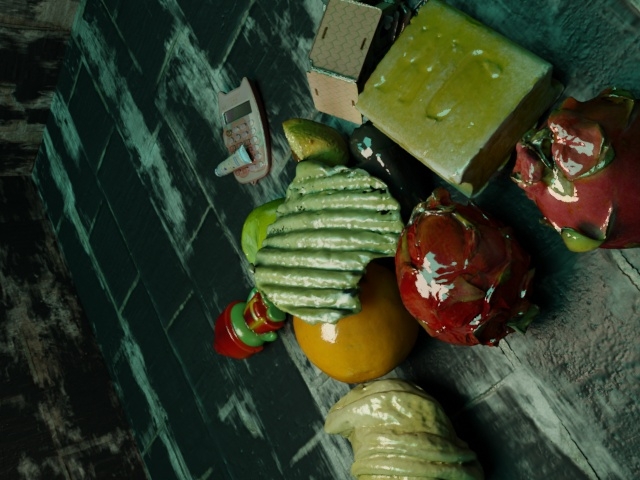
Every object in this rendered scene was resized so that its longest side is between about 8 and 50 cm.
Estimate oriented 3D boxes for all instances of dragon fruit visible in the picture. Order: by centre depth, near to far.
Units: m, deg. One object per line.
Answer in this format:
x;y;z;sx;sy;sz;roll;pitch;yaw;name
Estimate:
0.483;-0.116;1.085;0.305;0.225;0.305;5;97;46;dragon fruit
0.293;0.069;1.286;0.342;0.277;0.277;43;128;11;dragon fruit

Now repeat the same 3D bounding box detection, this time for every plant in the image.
0.167;-0.174;1.478;0.142;0.164;0.256;-38;80;48;plant

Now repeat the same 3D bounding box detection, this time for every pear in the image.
-0.136;-0.007;1.783;0.282;0.176;0.286;-125;33;-46;pear

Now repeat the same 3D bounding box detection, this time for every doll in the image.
-0.255;0.290;2.011;0.363;0.160;0.183;-42;67;43;doll

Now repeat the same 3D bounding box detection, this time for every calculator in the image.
-0.240;-0.339;1.989;0.220;0.048;0.330;-9;91;47;calculator

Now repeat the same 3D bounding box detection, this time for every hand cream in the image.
-0.283;-0.249;1.996;0.170;0.043;0.065;-22;100;45;hand cream

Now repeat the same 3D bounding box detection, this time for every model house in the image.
0.089;-0.421;1.395;0.169;0.244;0.326;25;130;18;model house

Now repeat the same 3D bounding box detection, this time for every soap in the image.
0.276;-0.298;1.289;0.293;0.156;0.335;-50;58;10;soap

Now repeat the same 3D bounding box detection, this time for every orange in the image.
0.087;0.195;1.519;0.312;0.312;0.312;9;103;47;orange

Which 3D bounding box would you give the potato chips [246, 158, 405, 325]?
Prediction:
-0.006;-0.004;1.454;0.389;0.097;0.373;27;84;40;potato chips

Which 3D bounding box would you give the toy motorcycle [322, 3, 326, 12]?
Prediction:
0.065;-0.661;1.577;0.228;0.074;0.151;-8;95;57;toy motorcycle

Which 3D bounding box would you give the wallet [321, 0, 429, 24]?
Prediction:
0.165;-0.619;1.422;0.237;0.075;0.342;43;133;-3;wallet

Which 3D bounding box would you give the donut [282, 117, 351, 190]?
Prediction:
0.021;-0.187;1.631;0.112;0.151;0.295;-112;3;-60;donut

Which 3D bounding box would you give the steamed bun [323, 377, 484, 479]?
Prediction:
0.184;0.501;1.462;0.372;0.230;0.325;43;147;12;steamed bun
